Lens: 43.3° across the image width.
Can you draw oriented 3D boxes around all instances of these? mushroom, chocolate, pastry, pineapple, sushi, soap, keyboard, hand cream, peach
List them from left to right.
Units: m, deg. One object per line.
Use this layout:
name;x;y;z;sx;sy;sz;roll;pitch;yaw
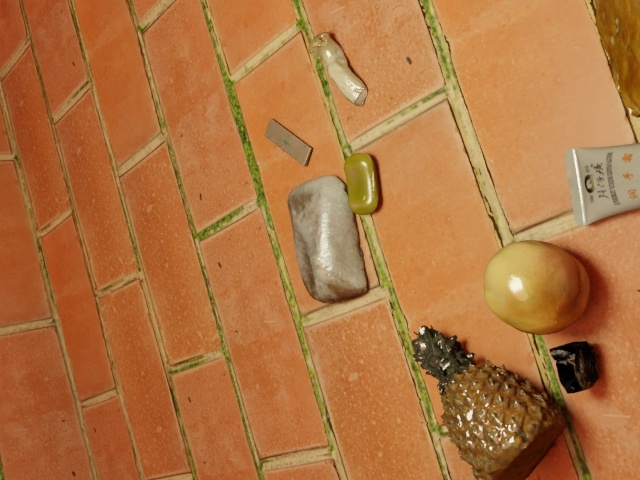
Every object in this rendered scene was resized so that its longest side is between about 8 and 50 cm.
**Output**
keyboard;-0.080;-0.243;2.001;0.166;0.017;0.055;40;118;35
chocolate;0.000;0.000;1.902;0.185;0.100;0.303;-18;80;49
mushroom;0.041;-0.389;1.829;0.059;0.054;0.202;-45;69;39
soap;0.093;-0.128;1.815;0.089;0.045;0.140;-4;94;49
pineapple;0.297;0.303;1.571;0.362;0.202;0.202;45;126;41
peach;0.388;0.086;1.446;0.184;0.184;0.184;9;103;45
sushi;0.466;0.225;1.450;0.056;0.084;0.083;-16;84;48
hand cream;0.542;-0.116;1.328;0.314;0.089;0.140;-15;84;54
pastry;0.534;-0.331;1.189;0.284;0.184;0.316;78;-177;-62

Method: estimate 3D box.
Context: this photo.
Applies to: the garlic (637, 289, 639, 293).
garlic;0.590;0.091;1.311;0.152;0.066;0.084;-1;93;49
